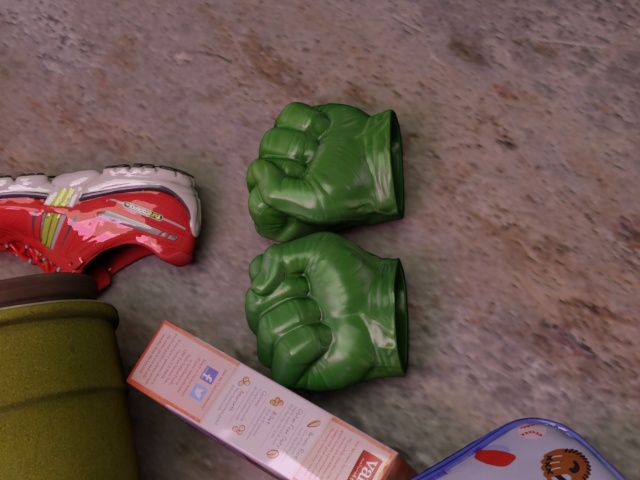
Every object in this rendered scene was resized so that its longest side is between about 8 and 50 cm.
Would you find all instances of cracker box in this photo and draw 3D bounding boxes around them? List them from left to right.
[{"bbox_3d":[-0.032,0.164,1.172,0.232,0.156,0.067,27,79,22],"label":"cracker box"}]

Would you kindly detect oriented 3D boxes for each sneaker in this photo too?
[{"bbox_3d":[-0.248,-0.001,1.318,0.279,0.107,0.118,-8,79,14],"label":"sneaker"}]

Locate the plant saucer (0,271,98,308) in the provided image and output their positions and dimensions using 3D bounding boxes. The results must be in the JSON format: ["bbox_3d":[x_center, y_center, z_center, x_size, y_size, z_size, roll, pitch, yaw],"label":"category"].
[{"bbox_3d":[-0.323,0.095,1.212,0.277,0.278,0.041,-21,80,7],"label":"plant saucer"}]

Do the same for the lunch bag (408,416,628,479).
[{"bbox_3d":[0.169,0.289,1.020,0.243,0.115,0.303,-24,52,-26],"label":"lunch bag"}]

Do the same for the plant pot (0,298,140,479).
[{"bbox_3d":[-0.287,0.277,1.122,0.366,0.366,0.353,-21,80,7],"label":"plant pot"}]

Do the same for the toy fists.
[{"bbox_3d":[0.000,0.000,1.249,0.142,0.096,0.279,-6,67,12],"label":"toy fists"}]
